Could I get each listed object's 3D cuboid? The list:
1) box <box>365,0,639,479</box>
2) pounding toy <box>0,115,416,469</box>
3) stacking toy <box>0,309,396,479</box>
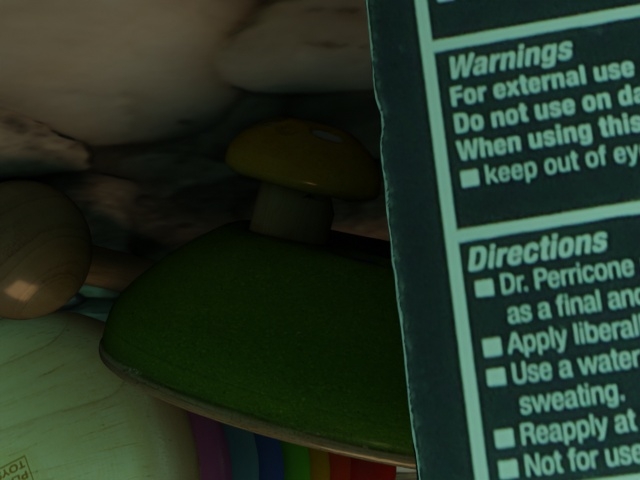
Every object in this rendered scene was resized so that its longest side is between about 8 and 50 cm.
[{"bbox_3d":[0.171,0.029,0.406,0.296,0.294,0.183,-7,162,7],"label":"box"},{"bbox_3d":[0.000,0.000,0.605,0.237,0.110,0.183,16,-173,35],"label":"pounding toy"},{"bbox_3d":[-0.056,0.115,0.803,0.141,0.141,0.330,-13,169,21],"label":"stacking toy"}]
